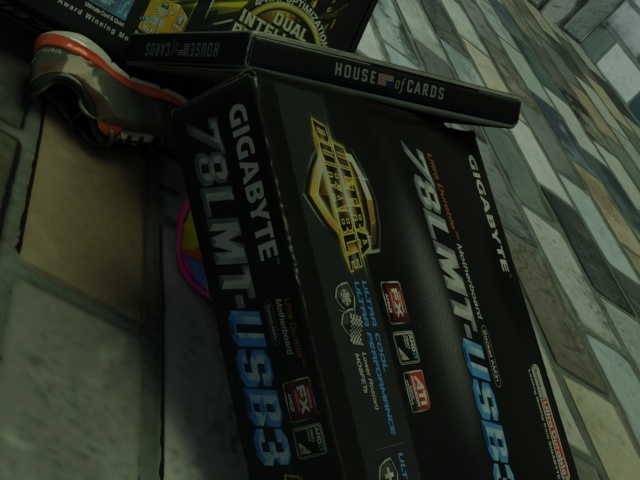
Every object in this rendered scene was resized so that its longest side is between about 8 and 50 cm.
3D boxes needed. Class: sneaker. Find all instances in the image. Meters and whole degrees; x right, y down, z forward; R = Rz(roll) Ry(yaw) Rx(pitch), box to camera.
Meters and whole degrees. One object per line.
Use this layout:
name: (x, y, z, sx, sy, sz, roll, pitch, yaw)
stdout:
sneaker: (-0.148, -0.086, 0.761, 0.157, 0.061, 0.065, 30, 53, -27)

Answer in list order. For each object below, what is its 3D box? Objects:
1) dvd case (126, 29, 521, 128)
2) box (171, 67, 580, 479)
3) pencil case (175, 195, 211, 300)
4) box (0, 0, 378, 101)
dvd case: (0.002, -0.118, 0.767, 0.238, 0.030, 0.179, 7, 4, -36)
box: (0.051, 0.057, 0.665, 0.293, 0.073, 0.296, 3, 70, -55)
pencil case: (0.000, 0.000, 0.776, 0.236, 0.104, 0.104, 2, 47, -54)
box: (-0.113, -0.287, 0.818, 0.394, 0.318, 0.097, 27, -7, -34)
